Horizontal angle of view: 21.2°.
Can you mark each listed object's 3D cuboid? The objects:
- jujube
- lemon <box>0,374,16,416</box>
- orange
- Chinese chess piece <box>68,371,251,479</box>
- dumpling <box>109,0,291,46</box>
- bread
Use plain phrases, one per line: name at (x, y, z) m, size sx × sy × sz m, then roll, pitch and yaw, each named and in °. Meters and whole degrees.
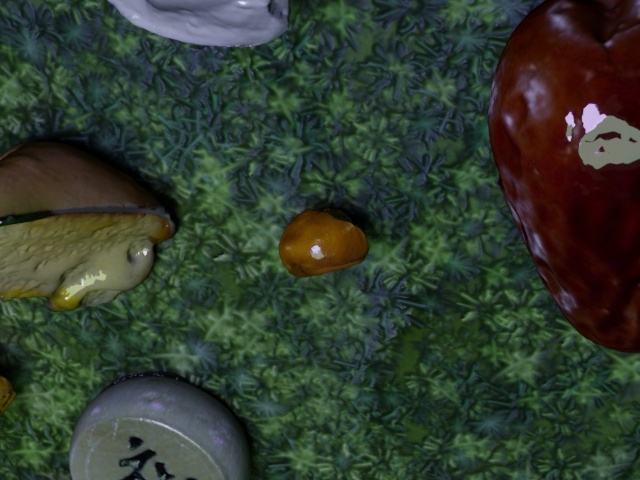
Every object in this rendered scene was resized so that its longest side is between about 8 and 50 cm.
jujube at (0.251, -0.058, 1.380) m, size 0.223 × 0.223 × 0.318 m, roll -1°, pitch 130°, yaw 17°
lemon at (-0.412, 0.164, 1.728) m, size 0.206 × 0.173 × 0.173 m, roll -12°, pitch 120°, yaw 5°
orange at (0.000, 0.000, 1.560) m, size 0.086 × 0.086 × 0.062 m, roll -17°, pitch 94°, yaw 25°
Chinese chess piece at (-0.165, 0.227, 1.753) m, size 0.188 × 0.083 × 0.188 m, roll 9°, pitch 127°, yaw 12°
dumpling at (-0.109, -0.293, 1.367) m, size 0.227 × 0.243 × 0.175 m, roll 1°, pitch 165°, yaw 36°
bread at (-0.270, -0.020, 1.593) m, size 0.174 × 0.251 × 0.133 m, roll -52°, pitch 55°, yaw 36°
